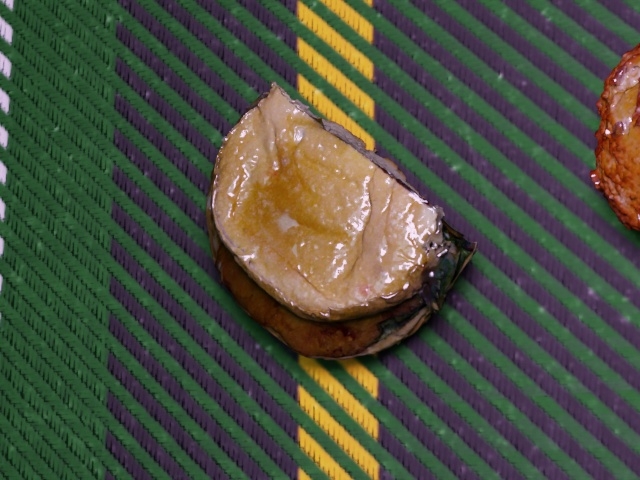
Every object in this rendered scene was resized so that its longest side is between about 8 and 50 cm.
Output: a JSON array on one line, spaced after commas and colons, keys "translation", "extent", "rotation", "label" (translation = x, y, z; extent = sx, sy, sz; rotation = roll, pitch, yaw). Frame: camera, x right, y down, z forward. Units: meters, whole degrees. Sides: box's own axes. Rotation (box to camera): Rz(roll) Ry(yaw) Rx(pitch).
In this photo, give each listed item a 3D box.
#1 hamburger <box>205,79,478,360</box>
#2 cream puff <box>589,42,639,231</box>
[{"translation": [0.000, 0.000, 1.749], "extent": [0.309, 0.132, 0.211], "rotation": [40, 94, 26], "label": "hamburger"}, {"translation": [0.360, -0.103, 1.619], "extent": [0.240, 0.164, 0.240], "rotation": [-6, 77, 26], "label": "cream puff"}]
